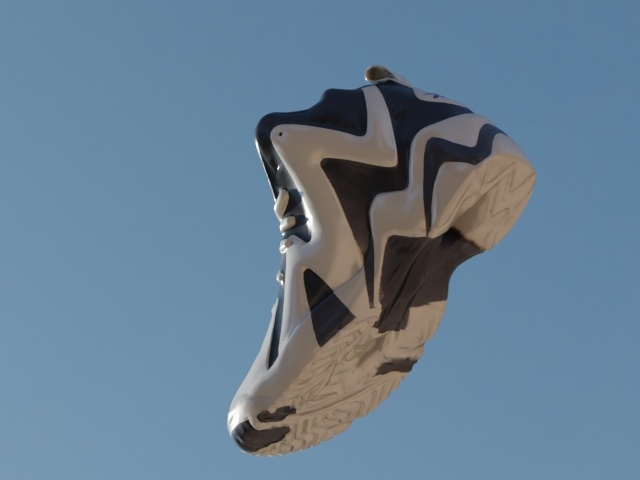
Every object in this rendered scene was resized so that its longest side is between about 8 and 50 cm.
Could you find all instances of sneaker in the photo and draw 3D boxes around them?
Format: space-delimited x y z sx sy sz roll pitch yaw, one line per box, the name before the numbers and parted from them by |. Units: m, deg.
sneaker | 0.000 0.000 1.160 0.094 0.153 0.235 15 -65 -50
